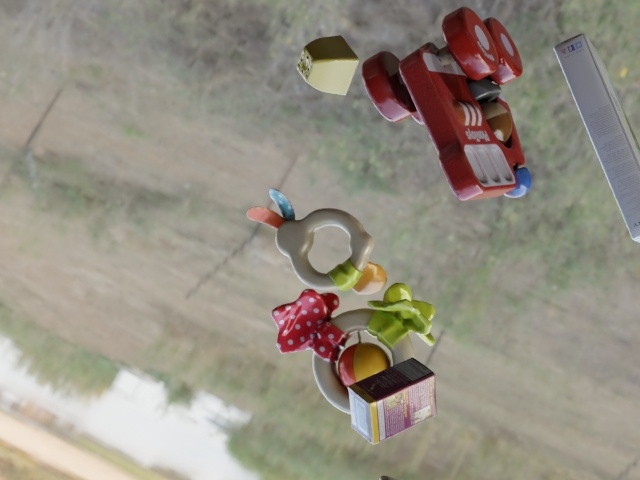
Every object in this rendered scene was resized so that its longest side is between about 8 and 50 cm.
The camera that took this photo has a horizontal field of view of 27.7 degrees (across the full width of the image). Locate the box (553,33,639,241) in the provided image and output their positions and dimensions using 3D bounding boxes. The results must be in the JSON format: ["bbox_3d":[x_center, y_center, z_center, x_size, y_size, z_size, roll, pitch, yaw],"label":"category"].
[{"bbox_3d":[0.463,-0.147,2.021,0.058,0.322,0.232,-22,169,17],"label":"box"}]

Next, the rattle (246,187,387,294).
[{"bbox_3d":[0.000,0.000,1.997,0.199,0.130,0.142,23,-163,25],"label":"rattle"}]

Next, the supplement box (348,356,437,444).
[{"bbox_3d":[0.075,0.164,1.333,0.043,0.083,0.055,34,136,50],"label":"supplement box"}]

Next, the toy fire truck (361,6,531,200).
[{"bbox_3d":[0.207,-0.173,1.833,0.169,0.254,0.302,-26,172,24],"label":"toy fire truck"}]

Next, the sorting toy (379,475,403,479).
[{"bbox_3d":[0.122,0.402,1.493,0.041,0.229,0.307,-3,162,28],"label":"sorting toy"}]

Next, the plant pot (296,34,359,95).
[{"bbox_3d":[0.006,-0.318,2.356,0.083,0.081,0.081,-4,-137,-30],"label":"plant pot"}]

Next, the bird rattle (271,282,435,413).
[{"bbox_3d":[0.053,0.165,1.988,0.253,0.207,0.143,-10,172,12],"label":"bird rattle"}]
